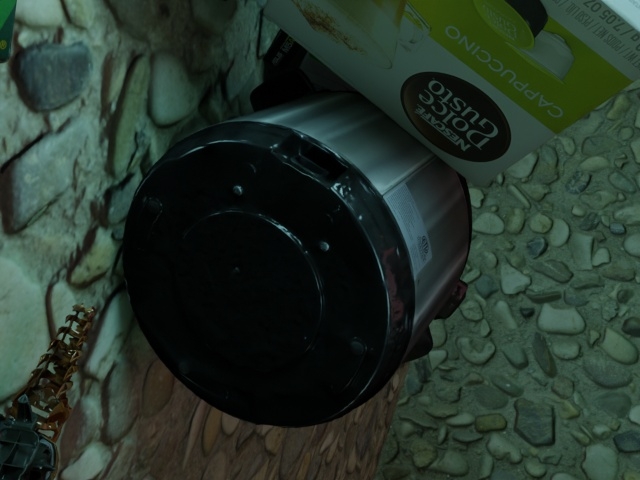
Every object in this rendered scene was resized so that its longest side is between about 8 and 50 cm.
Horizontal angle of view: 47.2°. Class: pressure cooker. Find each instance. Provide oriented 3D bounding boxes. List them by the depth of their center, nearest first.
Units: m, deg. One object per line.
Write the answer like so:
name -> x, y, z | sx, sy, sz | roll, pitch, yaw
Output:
pressure cooker -> 0.006, 0.000, 0.958 | 0.420, 0.375, 0.370 | -37, 146, -58

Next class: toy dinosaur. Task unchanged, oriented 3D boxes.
toy dinosaur -> -0.309, 0.203, 0.660 | 0.218, 0.164, 0.322 | 98, -5, -65

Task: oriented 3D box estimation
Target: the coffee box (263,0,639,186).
coffee box -> 0.195, -0.324, 0.786 | 0.338, 0.337, 0.334 | -53, -176, -22

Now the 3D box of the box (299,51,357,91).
box -> 0.057, -0.280, 1.178 | 0.262, 0.126, 0.231 | -59, -178, -40

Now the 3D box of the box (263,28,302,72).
box -> 0.000, -0.364, 1.067 | 0.184, 0.045, 0.191 | -33, -152, 59

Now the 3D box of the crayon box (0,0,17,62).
crayon box -> -0.270, -0.284, 0.440 | 0.202, 0.081, 0.319 | -15, 117, -68
